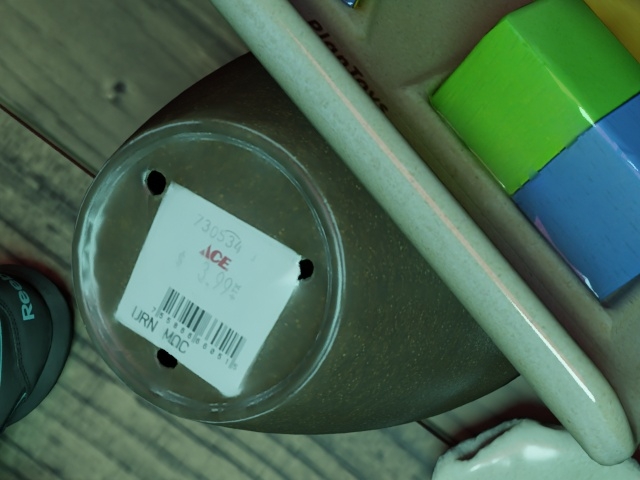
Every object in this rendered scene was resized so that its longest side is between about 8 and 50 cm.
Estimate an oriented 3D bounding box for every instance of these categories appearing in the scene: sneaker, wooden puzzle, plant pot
[{"bbox_3d":[-0.240,0.130,0.592,0.101,0.106,0.267,28,92,7],"label":"sneaker"},{"bbox_3d":[0.096,-0.121,0.450,0.322,0.347,0.080,50,132,8],"label":"wooden puzzle"},{"bbox_3d":[0.000,0.000,0.476,0.215,0.230,0.216,3,98,21],"label":"plant pot"}]

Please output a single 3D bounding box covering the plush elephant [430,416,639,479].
[{"bbox_3d":[0.098,0.225,0.475,0.255,0.330,0.272,13,87,32],"label":"plush elephant"}]
